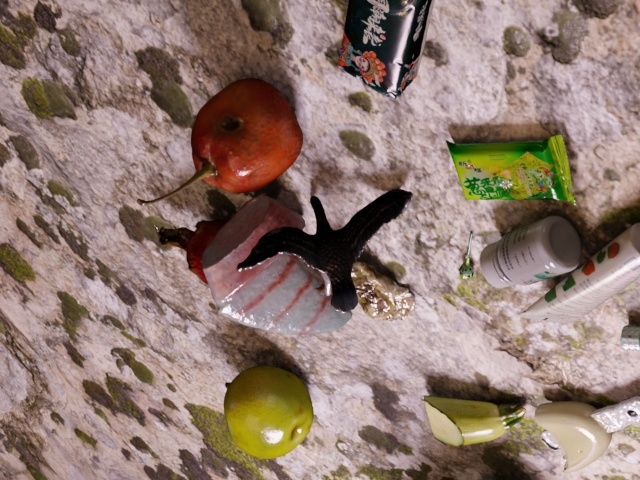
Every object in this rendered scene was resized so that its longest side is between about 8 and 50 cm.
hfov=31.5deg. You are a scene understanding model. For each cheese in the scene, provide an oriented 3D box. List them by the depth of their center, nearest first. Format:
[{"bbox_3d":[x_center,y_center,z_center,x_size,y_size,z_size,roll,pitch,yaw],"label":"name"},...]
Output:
[{"bbox_3d":[0.421,0.284,1.732,0.127,0.050,0.235,48,143,-7],"label":"cheese"}]

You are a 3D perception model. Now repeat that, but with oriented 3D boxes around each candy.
[{"bbox_3d":[0.255,-0.094,1.521,0.178,0.032,0.102,2,128,39],"label":"candy"},{"bbox_3d":[0.219,0.024,1.676,0.023,0.025,0.083,36,139,35],"label":"candy"}]

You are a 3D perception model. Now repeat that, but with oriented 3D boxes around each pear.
[{"bbox_3d":[-0.113,0.308,2.135,0.216,0.166,0.180,39,162,40],"label":"pear"}]

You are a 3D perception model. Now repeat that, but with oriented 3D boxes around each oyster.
[{"bbox_3d":[0.071,0.080,1.833,0.165,0.053,0.108,38,153,-8],"label":"oyster"}]

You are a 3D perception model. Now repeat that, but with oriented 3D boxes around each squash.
[{"bbox_3d":[0.249,0.298,1.871,0.200,0.075,0.090,-8,95,43],"label":"squash"}]

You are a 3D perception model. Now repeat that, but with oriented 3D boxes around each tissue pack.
[{"bbox_3d":[0.085,-0.279,1.436,0.103,0.090,0.170,30,140,18],"label":"tissue pack"}]

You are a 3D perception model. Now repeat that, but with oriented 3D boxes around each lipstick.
[{"bbox_3d":[0.475,0.138,1.561,0.116,0.037,0.037,2,128,33],"label":"lipstick"}]

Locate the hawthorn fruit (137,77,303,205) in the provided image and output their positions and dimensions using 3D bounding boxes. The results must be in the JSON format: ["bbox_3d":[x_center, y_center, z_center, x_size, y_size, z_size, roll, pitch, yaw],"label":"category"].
[{"bbox_3d":[-0.147,-0.111,1.639,0.165,0.285,0.165,32,151,20],"label":"hawthorn fruit"}]

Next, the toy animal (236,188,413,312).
[{"bbox_3d":[0.002,0.012,1.725,0.197,0.272,0.160,-122,19,-68],"label":"toy animal"}]

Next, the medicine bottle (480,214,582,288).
[{"bbox_3d":[0.288,0.020,1.565,0.080,0.080,0.130,50,141,-12],"label":"medicine bottle"}]

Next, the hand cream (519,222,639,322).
[{"bbox_3d":[0.378,0.052,1.535,0.095,0.059,0.276,9,148,-23],"label":"hand cream"}]

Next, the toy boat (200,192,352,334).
[{"bbox_3d":[-0.059,0.076,1.851,0.282,0.206,0.096,47,164,-34],"label":"toy boat"}]

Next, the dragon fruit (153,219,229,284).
[{"bbox_3d":[-0.187,0.017,1.933,0.246,0.125,0.125,21,143,33],"label":"dragon fruit"}]
